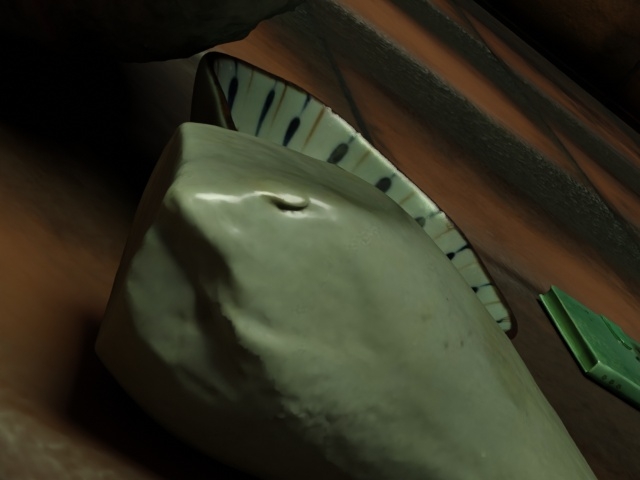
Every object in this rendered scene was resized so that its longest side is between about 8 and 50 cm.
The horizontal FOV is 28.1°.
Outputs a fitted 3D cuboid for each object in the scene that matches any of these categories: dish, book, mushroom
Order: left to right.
[{"bbox_3d":[0.000,0.000,0.590,0.191,0.066,0.190,39,17,-15],"label":"dish"},{"bbox_3d":[0.036,0.065,0.454,0.270,0.103,0.118,40,21,-19],"label":"mushroom"},{"bbox_3d":[0.221,0.089,0.924,0.135,0.017,0.103,32,20,-28],"label":"book"}]

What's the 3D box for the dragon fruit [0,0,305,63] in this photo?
[{"bbox_3d":[-0.095,-0.180,0.612,0.283,0.203,0.221,-1,-7,-7],"label":"dragon fruit"}]
